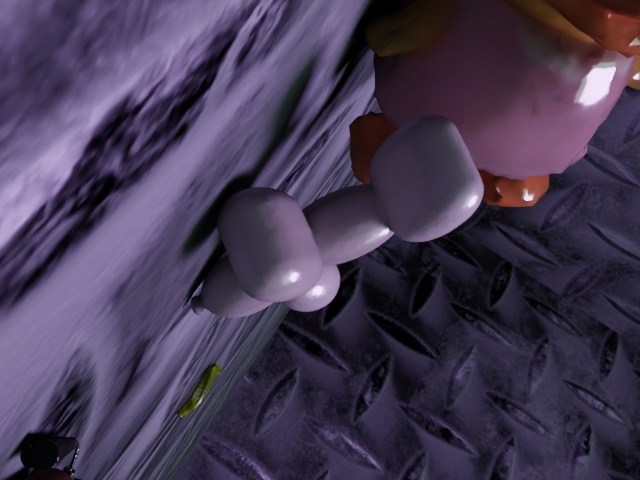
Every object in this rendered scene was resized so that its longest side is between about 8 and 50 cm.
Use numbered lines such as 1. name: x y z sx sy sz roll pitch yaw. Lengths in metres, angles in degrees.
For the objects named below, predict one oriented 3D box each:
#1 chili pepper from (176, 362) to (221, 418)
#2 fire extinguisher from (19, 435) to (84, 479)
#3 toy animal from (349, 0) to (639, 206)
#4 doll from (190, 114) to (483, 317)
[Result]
1. chili pepper: -0.130 0.163 0.927 0.030 0.017 0.083 -56 179 38
2. fire extinguisher: -0.111 0.096 0.334 0.100 0.032 0.046 27 62 -88
3. toy animal: 0.128 -0.140 0.448 0.281 0.195 0.169 127 -42 -59
4. doll: 0.000 0.000 0.451 0.161 0.059 0.160 -24 171 -5
